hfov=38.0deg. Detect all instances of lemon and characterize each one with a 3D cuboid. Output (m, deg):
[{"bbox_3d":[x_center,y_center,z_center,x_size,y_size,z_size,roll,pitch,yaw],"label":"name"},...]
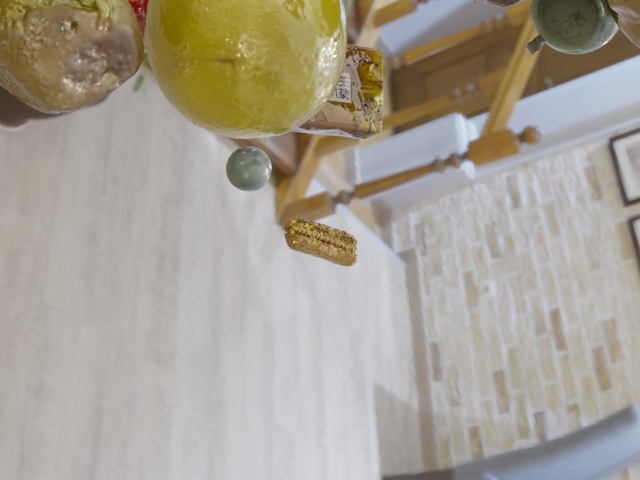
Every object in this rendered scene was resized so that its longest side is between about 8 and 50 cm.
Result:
[{"bbox_3d":[-0.115,-0.332,1.475,0.348,0.347,0.348,44,36,-45],"label":"lemon"}]

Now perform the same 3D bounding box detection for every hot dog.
[{"bbox_3d":[0.000,0.000,1.715,0.165,0.045,0.071,19,55,-32],"label":"hot dog"}]

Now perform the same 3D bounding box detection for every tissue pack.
[{"bbox_3d":[0.013,-0.305,1.877,0.226,0.092,0.183,2,85,-31],"label":"tissue pack"}]

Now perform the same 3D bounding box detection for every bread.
[{"bbox_3d":[-0.392,-0.306,1.299,0.195,0.246,0.176,-45,148,-26],"label":"bread"}]

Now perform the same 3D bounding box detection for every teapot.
[{"bbox_3d":[0.538,-0.489,1.939,0.193,0.294,0.129,49,44,0],"label":"teapot"}]

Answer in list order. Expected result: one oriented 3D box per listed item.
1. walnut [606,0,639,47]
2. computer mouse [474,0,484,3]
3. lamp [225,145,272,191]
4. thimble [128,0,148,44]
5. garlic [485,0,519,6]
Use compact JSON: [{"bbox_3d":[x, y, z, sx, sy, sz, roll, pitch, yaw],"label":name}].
[{"bbox_3d":[0.689,-0.503,1.667,0.383,0.383,0.384,44,36,-45],"label":"walnut"},{"bbox_3d":[0.199,-0.378,1.202,0.182,0.089,0.056,82,23,-45],"label":"computer mouse"},{"bbox_3d":[-0.161,-0.161,2.093,0.105,0.105,0.105,44,36,-45],"label":"lamp"},{"bbox_3d":[-0.353,-0.455,1.761,0.189,0.124,0.163,-123,-151,-63],"label":"thimble"},{"bbox_3d":[0.398,-0.542,1.803,0.245,0.245,0.161,15,47,-61],"label":"garlic"}]
